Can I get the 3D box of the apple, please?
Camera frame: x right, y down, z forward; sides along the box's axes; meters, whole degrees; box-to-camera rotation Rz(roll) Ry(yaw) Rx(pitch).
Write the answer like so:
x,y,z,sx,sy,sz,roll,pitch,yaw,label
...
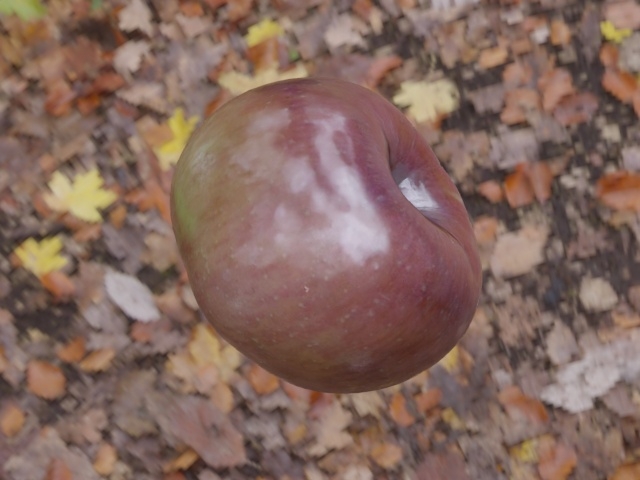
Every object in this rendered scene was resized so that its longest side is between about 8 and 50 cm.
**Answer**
x,y,z,sx,sy,sz,roll,pitch,yaw,label
0.000,0.000,1.498,0.235,0.305,0.306,-35,57,21,apple
